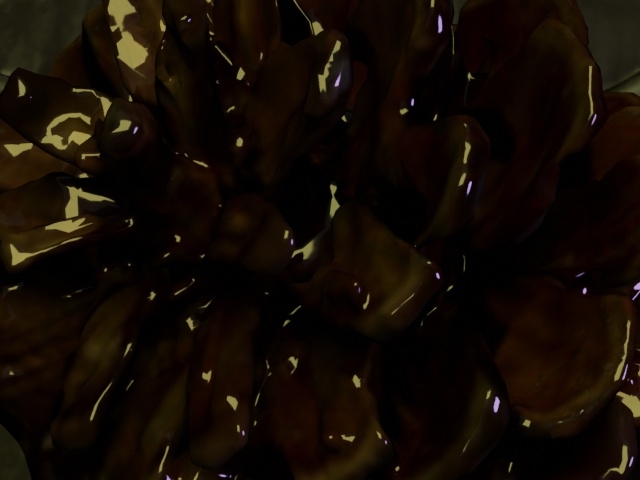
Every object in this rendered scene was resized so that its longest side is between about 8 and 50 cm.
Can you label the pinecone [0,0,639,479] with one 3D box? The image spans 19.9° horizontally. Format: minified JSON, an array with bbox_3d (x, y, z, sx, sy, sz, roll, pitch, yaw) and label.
[{"bbox_3d":[0.000,0.000,0.942,0.398,0.397,0.397,-4,55,5],"label":"pinecone"}]
